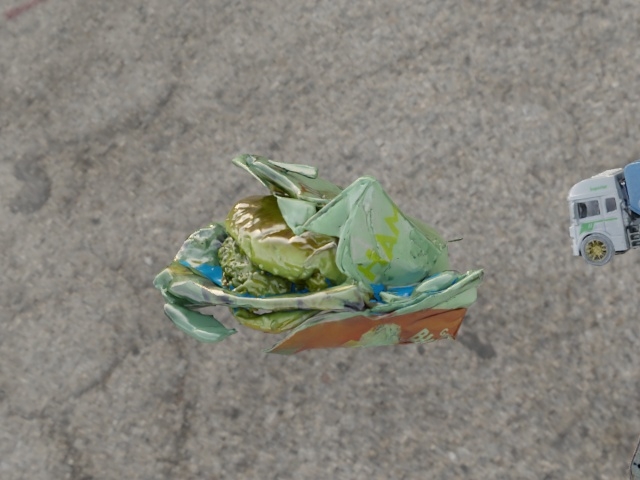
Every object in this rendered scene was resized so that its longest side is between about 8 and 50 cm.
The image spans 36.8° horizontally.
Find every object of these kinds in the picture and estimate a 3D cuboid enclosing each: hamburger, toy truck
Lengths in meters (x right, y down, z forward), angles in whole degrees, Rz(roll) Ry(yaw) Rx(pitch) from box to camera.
[{"bbox_3d":[-0.005,-0.003,0.850,0.276,0.260,0.150,4,106,-1],"label":"hamburger"},{"bbox_3d":[0.603,-0.064,1.628,0.367,0.146,0.175,-11,93,35],"label":"toy truck"}]

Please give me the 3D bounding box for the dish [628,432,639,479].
[{"bbox_3d":[0.488,0.298,1.213,0.191,0.066,0.190,-12,48,13],"label":"dish"}]
